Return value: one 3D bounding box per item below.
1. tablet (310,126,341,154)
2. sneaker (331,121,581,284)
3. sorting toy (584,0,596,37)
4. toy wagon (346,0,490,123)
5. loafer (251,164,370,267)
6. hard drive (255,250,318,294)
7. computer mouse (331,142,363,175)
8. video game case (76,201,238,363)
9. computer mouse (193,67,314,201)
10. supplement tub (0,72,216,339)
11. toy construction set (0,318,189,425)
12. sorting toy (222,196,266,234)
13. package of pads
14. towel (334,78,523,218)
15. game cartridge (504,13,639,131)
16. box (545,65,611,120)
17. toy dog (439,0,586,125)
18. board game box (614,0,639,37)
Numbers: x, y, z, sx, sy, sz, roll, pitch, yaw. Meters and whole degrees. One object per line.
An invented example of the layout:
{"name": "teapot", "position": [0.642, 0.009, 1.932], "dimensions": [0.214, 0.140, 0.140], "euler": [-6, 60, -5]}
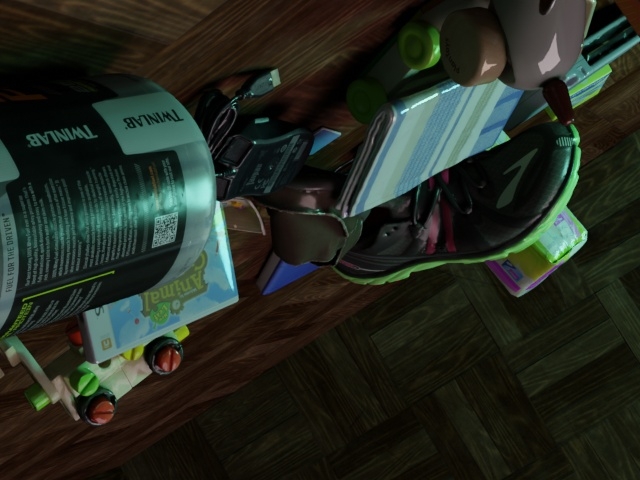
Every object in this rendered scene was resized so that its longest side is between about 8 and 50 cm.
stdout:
{"name": "tablet", "position": [-0.006, -0.136, 1.672], "dimensions": [0.054, 0.006, 0.083], "euler": [-33, 169, 15]}
{"name": "sneaker", "position": [0.186, -0.063, 1.935], "dimensions": [0.482, 0.185, 0.202], "euler": [-24, 141, 26]}
{"name": "sorting toy", "position": [0.288, -0.282, 1.756], "dimensions": [0.208, 0.038, 0.193], "euler": [-27, 170, 3]}
{"name": "toy wagon", "position": [0.187, -0.256, 1.481], "dimensions": [0.267, 0.068, 0.344], "euler": [-23, 167, -39]}
{"name": "loafer", "position": [-0.007, -0.024, 1.681], "dimensions": [0.366, 0.133, 0.130], "euler": [30, 77, -73]}
{"name": "hard drive", "position": [0.000, 0.000, 2.263], "dimensions": [0.210, 0.040, 0.319], "euler": [-27, 170, -19]}
{"name": "computer mouse", "position": [0.087, -0.134, 1.856], "dimensions": [0.193, 0.042, 0.106], "euler": [-34, 169, 18]}
{"name": "video game case", "position": [-0.191, 0.013, 1.380], "dimensions": [0.212, 0.193, 0.023], "euler": [-23, -158, -40]}
{"name": "computer mouse", "position": [-0.084, -0.124, 1.368], "dimensions": [0.262, 0.060, 0.184], "euler": [-24, 146, -54]}
{"name": "supplement tub", "position": [-0.249, -0.023, 0.960], "dimensions": [0.193, 0.194, 0.316], "euler": [-38, 168, 37]}
{"name": "toy construction set", "position": [-0.271, 0.088, 1.458], "dimensions": [0.327, 0.215, 0.151], "euler": [-29, -147, -9]}
{"name": "sorting toy", "position": [-0.115, -0.044, 1.662], "dimensions": [0.083, 0.045, 0.075], "euler": [8, 161, 6]}
{"name": "package of pads", "position": [0.319, -0.061, 2.164], "dimensions": [0.101, 0.296, 0.229], "euler": [-36, 171, -18]}
{"name": "towel", "position": [0.151, -0.144, 1.546], "dimensions": [0.285, 0.034, 0.209], "euler": [-27, 156, -33]}
{"name": "game cartridge", "position": [0.411, -0.279, 1.949], "dimensions": [0.297, 0.062, 0.198], "euler": [-34, -178, -35]}
{"name": "box", "position": [0.476, -0.285, 2.266], "dimensions": [0.109, 0.042, 0.178], "euler": [-31, 171, 0]}
{"name": "toy dog", "position": [0.247, -0.243, 1.218], "dimensions": [0.220, 0.161, 0.334], "euler": [-27, 155, -11]}
{"name": "board game box", "position": [0.559, -0.344, 1.296], "dimensions": [0.356, 0.357, 0.356], "euler": [-24, 168, -37]}
